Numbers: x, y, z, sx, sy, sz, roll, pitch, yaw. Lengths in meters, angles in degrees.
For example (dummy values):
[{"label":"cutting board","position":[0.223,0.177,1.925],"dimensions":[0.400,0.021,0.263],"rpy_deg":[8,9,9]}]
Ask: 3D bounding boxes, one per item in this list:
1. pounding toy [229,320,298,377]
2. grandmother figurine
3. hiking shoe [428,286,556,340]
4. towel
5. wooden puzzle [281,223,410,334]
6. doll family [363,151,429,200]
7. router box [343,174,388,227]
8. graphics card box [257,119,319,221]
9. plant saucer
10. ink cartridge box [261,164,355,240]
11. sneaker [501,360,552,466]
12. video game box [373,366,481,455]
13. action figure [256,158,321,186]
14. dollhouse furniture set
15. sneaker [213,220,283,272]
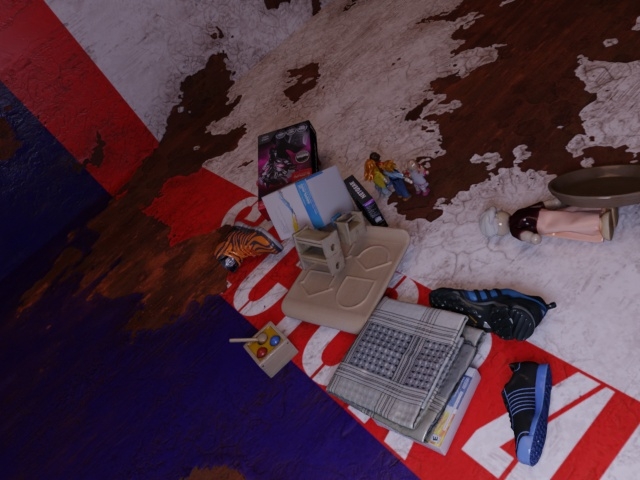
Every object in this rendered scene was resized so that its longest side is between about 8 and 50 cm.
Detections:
[{"label":"pounding toy","position":[-0.167,0.309,1.563],"dimensions":[0.130,0.100,0.141],"rpy_deg":[-42,39,-11]},{"label":"grandmother figurine","position":[0.585,-0.046,1.418],"dimensions":[0.342,0.104,0.207],"rpy_deg":[1,23,40]},{"label":"hiking shoe","position":[0.410,0.171,1.325],"dimensions":[0.132,0.113,0.304],"rpy_deg":[-21,21,-36]},{"label":"towel","position":[0.198,0.289,1.292],"dimensions":[0.324,0.056,0.312],"rpy_deg":[13,57,45]},{"label":"wooden puzzle","position":[0.083,0.112,1.622],"dimensions":[0.322,0.080,0.348],"rpy_deg":[7,58,40]},{"label":"doll family","position":[0.232,-0.210,1.778],"dimensions":[0.263,0.163,0.118],"rpy_deg":[20,62,46]},{"label":"router box","position":[0.148,-0.124,1.771],"dimensions":[0.046,0.133,0.179],"rpy_deg":[-34,39,1]},{"label":"graphics card box","position":[-0.123,-0.274,2.069],"dimensions":[0.232,0.094,0.371],"rpy_deg":[-13,58,18]},{"label":"plant saucer","position":[0.734,-0.139,1.370],"dimensions":[0.277,0.041,0.278],"rpy_deg":[-11,19,4]},{"label":"ink cartridge box","position":[-0.043,-0.124,1.794],"dimensions":[0.232,0.168,0.171],"rpy_deg":[-17,10,45]},{"label":"sneaker","position":[0.424,0.356,1.120],"dimensions":[0.090,0.081,0.232],"rpy_deg":[-4,40,36]},{"label":"video game box","position":[0.248,0.368,1.253],"dimensions":[0.187,0.048,0.205],"rpy_deg":[8,54,43]},{"label":"action figure","position":[-0.147,-0.310,2.213],"dimensions":[0.280,0.091,0.139],"rpy_deg":[-25,45,9]},{"label":"dollhouse furniture set","position":[0.035,0.003,1.623],"dimensions":[0.129,0.129,0.183],"rpy_deg":[11,36,42]},{"label":"sneaker","position":[-0.265,0.043,1.918],"dimensions":[0.180,0.124,0.321],"rpy_deg":[-52,31,-16]}]
